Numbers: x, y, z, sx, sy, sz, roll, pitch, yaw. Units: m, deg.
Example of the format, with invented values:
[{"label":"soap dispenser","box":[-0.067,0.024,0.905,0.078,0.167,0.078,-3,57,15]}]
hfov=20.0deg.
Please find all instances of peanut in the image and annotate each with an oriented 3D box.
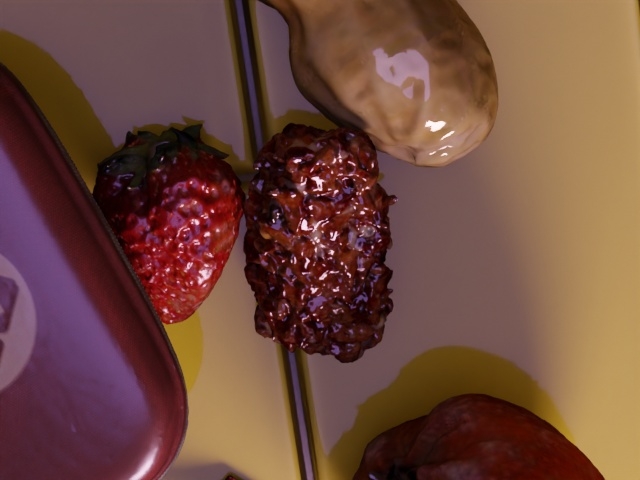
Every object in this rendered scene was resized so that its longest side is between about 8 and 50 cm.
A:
[{"label":"peanut","box":[0.022,-0.188,1.429,0.147,0.147,0.305,-34,94,3]}]

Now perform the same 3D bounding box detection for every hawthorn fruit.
[{"label":"hawthorn fruit","box":[0.145,0.261,1.456,0.272,0.242,0.242,38,95,-22]}]

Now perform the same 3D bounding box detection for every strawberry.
[{"label":"strawberry","box":[-0.115,-0.015,1.457,0.131,0.131,0.148,-25,111,2]}]

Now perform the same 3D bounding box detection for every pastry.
[{"label":"pastry","box":[-0.002,0.001,1.447,0.115,0.097,0.208,-15,121,-18]}]

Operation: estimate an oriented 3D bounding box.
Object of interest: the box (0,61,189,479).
[{"label":"box","box":[-0.274,0.047,1.400,0.263,0.108,0.404,-28,97,10]}]

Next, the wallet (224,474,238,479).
[{"label":"wallet","box":[-0.017,0.289,1.526,0.196,0.020,0.103,32,58,-4]}]
